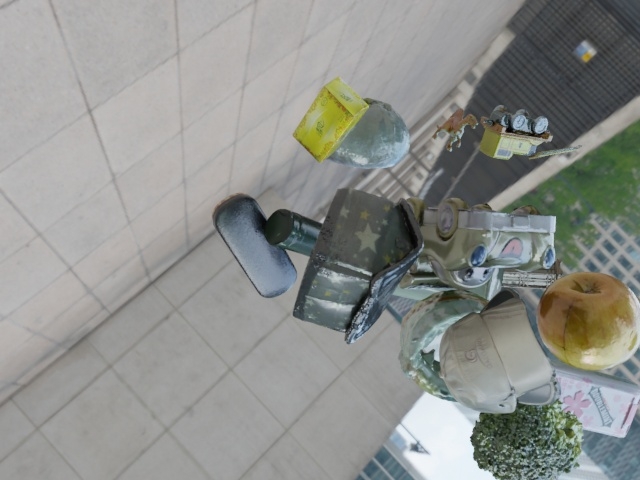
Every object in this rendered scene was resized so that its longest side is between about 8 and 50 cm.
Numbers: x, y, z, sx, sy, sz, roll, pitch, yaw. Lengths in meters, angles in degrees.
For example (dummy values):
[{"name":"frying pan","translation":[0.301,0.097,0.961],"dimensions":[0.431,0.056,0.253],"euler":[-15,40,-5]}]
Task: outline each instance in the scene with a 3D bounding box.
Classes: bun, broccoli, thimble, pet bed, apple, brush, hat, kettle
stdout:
[{"name":"bun","translation":[0.137,-0.381,2.070],"dimensions":[0.362,0.361,0.211],"euler":[-39,136,-49]},{"name":"broccoli","translation":[0.483,0.460,1.392],"dimensions":[0.259,0.235,0.288],"euler":[-25,164,-41]},{"name":"thimble","translation":[0.330,0.258,1.457],"dimensions":[0.288,0.254,0.167],"euler":[-17,-172,4]},{"name":"pet bed","translation":[0.064,0.043,0.943],"dimensions":[0.211,0.159,0.183],"euler":[107,3,-51]},{"name":"apple","translation":[0.743,0.219,1.655],"dimensions":[0.285,0.233,0.286],"euler":[-13,-161,5]},{"name":"brush","translation":[0.502,-0.191,1.320],"dimensions":[0.082,0.010,0.218],"euler":[-10,-177,5]},{"name":"hat","translation":[0.334,0.226,1.148],"dimensions":[0.161,0.232,0.275],"euler":[-12,160,-28]},{"name":"kettle","translation":[0.400,0.081,1.852],"dimensions":[0.265,0.317,0.205],"euler":[-63,149,-24]}]

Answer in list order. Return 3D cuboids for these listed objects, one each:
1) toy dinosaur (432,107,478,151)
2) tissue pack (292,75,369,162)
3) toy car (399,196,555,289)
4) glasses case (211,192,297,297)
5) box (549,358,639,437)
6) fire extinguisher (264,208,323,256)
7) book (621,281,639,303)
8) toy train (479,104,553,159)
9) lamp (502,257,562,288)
[{"name":"toy dinosaur","translation":[0.411,-0.366,1.867],"dimensions":[0.142,0.057,0.212],"euler":[-62,-152,33]},{"name":"tissue pack","translation":[0.018,-0.262,1.311],"dimensions":[0.062,0.095,0.176],"euler":[-44,179,-39]},{"name":"toy car","translation":[0.324,0.022,1.328],"dimensions":[0.242,0.227,0.336],"euler":[3,-175,-23]},{"name":"glasses case","translation":[-0.164,0.018,1.523],"dimensions":[0.122,0.321,0.082],"euler":[-32,-145,-6]},{"name":"box","translation":[0.823,0.500,1.911],"dimensions":[0.112,0.369,0.190],"euler":[-130,-122,-78]},{"name":"fire extinguisher","translation":[0.000,0.000,1.534],"dimensions":[0.114,0.096,0.311],"euler":[-23,153,31]},{"name":"book","translation":[0.929,0.267,1.893],"dimensions":[0.022,0.162,0.232],"euler":[25,113,-44]},{"name":"toy train","translation":[0.495,-0.270,1.525],"dimensions":[0.219,0.089,0.127],"euler":[2,117,-27]},{"name":"lamp","translation":[0.681,0.115,2.111],"dimensions":[0.089,0.325,0.090],"euler":[-67,153,-48]}]
